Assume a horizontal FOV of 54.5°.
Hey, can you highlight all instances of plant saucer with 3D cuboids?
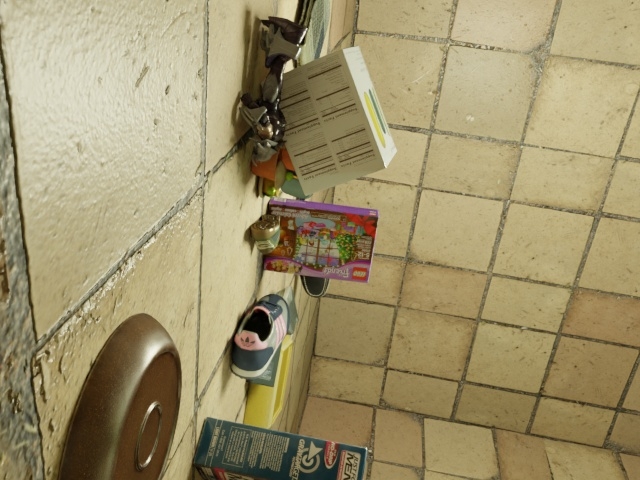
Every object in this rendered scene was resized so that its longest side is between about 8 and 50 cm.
[{"bbox_3d":[-0.157,0.440,1.957,0.333,0.080,0.333,17,83,-84],"label":"plant saucer"},{"bbox_3d":[-0.243,0.252,0.814,0.310,0.050,0.311,9,90,-86],"label":"plant saucer"}]

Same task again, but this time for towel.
[{"bbox_3d":[-0.028,-0.599,1.753,0.324,0.056,0.312,89,14,-75],"label":"towel"}]

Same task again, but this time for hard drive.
[{"bbox_3d":[-0.158,0.344,1.777,0.094,0.022,0.135,24,70,-42],"label":"hard drive"}]

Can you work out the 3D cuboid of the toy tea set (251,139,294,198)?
[{"bbox_3d":[-0.070,-0.205,1.487,0.336,0.124,0.200,-75,173,-50],"label":"toy tea set"}]

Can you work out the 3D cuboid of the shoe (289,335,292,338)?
[{"bbox_3d":[-0.118,0.288,2.195,0.081,0.063,0.178,54,41,-76],"label":"shoe"}]

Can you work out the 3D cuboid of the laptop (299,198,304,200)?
[{"bbox_3d":[-0.044,-0.285,2.186,0.234,0.136,0.265,-74,149,-58],"label":"laptop"}]

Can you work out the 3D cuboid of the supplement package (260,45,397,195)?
[{"bbox_3d":[0.028,-0.273,1.400,0.199,0.197,0.263,-54,124,-67],"label":"supplement package"}]

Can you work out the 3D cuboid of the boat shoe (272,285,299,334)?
[{"bbox_3d":[-0.127,0.216,1.881,0.320,0.103,0.118,-84,163,-80],"label":"boat shoe"}]

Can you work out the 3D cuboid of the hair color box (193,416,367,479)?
[{"bbox_3d":[-0.082,0.484,1.335,0.174,0.347,0.105,91,10,-58],"label":"hair color box"}]

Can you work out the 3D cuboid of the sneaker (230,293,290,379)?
[{"bbox_3d":[-0.137,0.202,1.555,0.319,0.112,0.131,-74,175,-61],"label":"sneaker"}]

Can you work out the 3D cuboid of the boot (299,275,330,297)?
[{"bbox_3d":[-0.029,0.057,2.360,0.284,0.138,0.378,-58,153,-80],"label":"boot"}]

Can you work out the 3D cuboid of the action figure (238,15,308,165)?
[{"bbox_3d":[-0.099,-0.286,1.227,0.185,0.099,0.285,-92,-166,-79],"label":"action figure"}]

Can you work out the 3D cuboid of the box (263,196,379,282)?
[{"bbox_3d":[0.000,0.000,1.683,0.057,0.293,0.201,-82,179,-65],"label":"box"}]

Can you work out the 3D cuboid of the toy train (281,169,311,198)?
[{"bbox_3d":[-0.036,-0.236,1.851,0.334,0.142,0.190,-68,178,-76],"label":"toy train"}]

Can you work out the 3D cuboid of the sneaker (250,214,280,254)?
[{"bbox_3d":[-0.129,-0.006,1.512,0.192,0.064,0.086,-73,167,-77],"label":"sneaker"}]
